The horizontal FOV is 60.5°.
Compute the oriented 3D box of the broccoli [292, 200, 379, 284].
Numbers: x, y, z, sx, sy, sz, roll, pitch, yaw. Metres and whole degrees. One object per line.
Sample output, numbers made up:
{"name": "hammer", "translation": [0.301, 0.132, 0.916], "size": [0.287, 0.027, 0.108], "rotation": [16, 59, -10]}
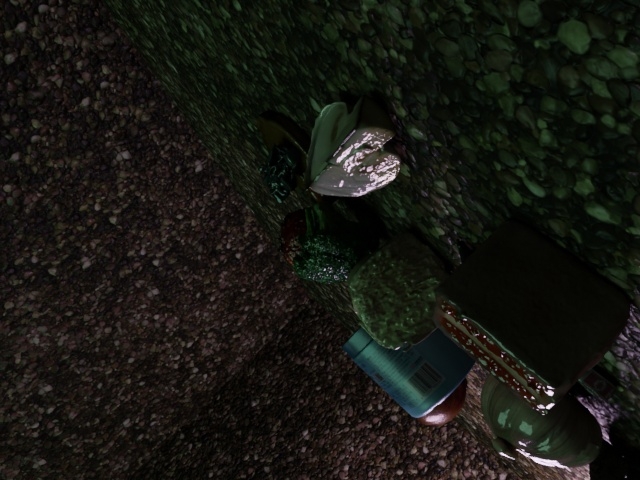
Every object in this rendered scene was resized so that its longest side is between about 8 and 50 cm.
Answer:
{"name": "broccoli", "translation": [0.044, 0.004, 1.719], "size": [0.308, 0.307, 0.275], "rotation": [122, 125, -78]}

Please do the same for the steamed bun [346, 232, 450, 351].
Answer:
{"name": "steamed bun", "translation": [0.211, 0.114, 1.541], "size": [0.273, 0.290, 0.273], "rotation": [65, 172, -16]}

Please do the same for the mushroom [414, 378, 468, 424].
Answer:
{"name": "mushroom", "translation": [0.418, 0.530, 2.121], "size": [0.259, 0.346, 0.345], "rotation": [-5, 131, 46]}

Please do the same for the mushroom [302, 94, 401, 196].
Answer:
{"name": "mushroom", "translation": [0.087, -0.221, 1.235], "size": [0.236, 0.173, 0.162], "rotation": [-45, 44, 43]}

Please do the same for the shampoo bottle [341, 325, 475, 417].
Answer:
{"name": "shampoo bottle", "translation": [0.302, 0.361, 1.845], "size": [0.342, 0.331, 0.331], "rotation": [44, 168, 9]}

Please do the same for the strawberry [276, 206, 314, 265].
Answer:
{"name": "strawberry", "translation": [0.000, 0.000, 2.033], "size": [0.288, 0.250, 0.239], "rotation": [8, 110, 37]}

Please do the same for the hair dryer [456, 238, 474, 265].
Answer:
{"name": "hair dryer", "translation": [0.407, 0.147, 1.264], "size": [0.352, 0.107, 0.189], "rotation": [62, 168, 9]}

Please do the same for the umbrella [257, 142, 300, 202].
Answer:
{"name": "umbrella", "translation": [-0.125, -0.216, 1.718], "size": [0.143, 0.094, 0.349], "rotation": [44, 166, -6]}

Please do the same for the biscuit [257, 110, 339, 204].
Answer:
{"name": "biscuit", "translation": [-0.075, -0.256, 1.800], "size": [0.359, 0.074, 0.381], "rotation": [48, 165, 4]}

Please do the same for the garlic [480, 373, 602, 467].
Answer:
{"name": "garlic", "translation": [0.582, 0.469, 1.458], "size": [0.321, 0.241, 0.322], "rotation": [20, -161, -7]}

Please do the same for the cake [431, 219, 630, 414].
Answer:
{"name": "cake", "translation": [0.399, 0.149, 1.073], "size": [0.308, 0.230, 0.237], "rotation": [40, 169, 26]}

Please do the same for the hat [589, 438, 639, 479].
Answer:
{"name": "hat", "translation": [0.807, 0.628, 1.415], "size": [0.128, 0.266, 0.266], "rotation": [-32, 104, 41]}

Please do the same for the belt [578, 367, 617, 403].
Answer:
{"name": "belt", "translation": [0.580, 0.282, 1.286], "size": [0.232, 0.053, 0.071], "rotation": [41, 178, 30]}
